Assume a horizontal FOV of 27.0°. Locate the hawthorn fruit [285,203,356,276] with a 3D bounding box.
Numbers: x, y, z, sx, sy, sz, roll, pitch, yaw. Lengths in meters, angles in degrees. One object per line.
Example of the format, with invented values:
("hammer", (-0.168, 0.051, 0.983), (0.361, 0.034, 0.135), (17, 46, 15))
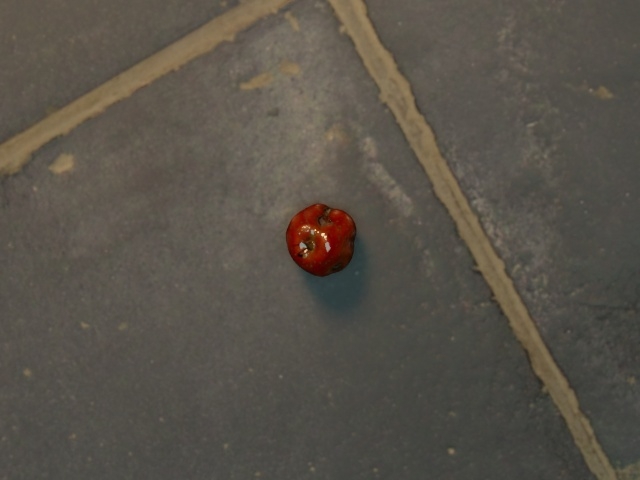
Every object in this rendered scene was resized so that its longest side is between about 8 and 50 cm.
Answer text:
("hawthorn fruit", (0.000, 0.000, 1.585), (0.093, 0.093, 0.093), (0, 101, 0))
